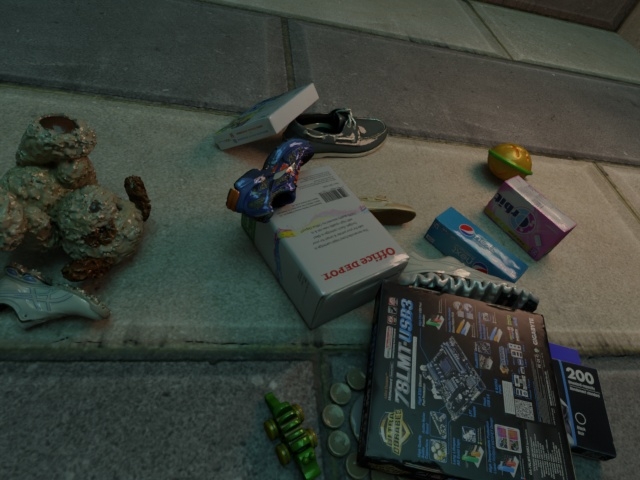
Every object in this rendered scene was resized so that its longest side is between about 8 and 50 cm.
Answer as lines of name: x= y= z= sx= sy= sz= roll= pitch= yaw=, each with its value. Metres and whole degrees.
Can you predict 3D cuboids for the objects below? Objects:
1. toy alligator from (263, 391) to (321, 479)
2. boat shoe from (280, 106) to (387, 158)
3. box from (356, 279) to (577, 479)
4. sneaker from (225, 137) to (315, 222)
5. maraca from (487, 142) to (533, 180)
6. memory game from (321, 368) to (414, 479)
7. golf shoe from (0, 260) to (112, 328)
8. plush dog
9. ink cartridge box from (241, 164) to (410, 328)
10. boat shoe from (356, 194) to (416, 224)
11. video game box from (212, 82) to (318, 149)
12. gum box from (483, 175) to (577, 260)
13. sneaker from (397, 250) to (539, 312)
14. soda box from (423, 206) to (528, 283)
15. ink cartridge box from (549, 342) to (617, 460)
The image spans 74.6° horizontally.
toy alligator: x=-0.028 y=0.293 z=0.591 sx=0.056 sy=0.051 sz=0.190 roll=-18 pitch=58 yaw=-29
boat shoe: x=0.053 y=-0.284 z=1.082 sx=0.319 sy=0.099 sz=0.116 roll=-14 pitch=56 yaw=-26
box: x=0.220 y=0.226 z=0.667 sx=0.292 sy=0.073 sz=0.296 roll=11 pitch=50 yaw=2
sneaker: x=-0.073 y=-0.105 z=0.759 sx=0.087 sy=0.083 sz=0.221 roll=38 pitch=56 yaw=2
maraca: x=0.533 y=-0.217 z=1.175 sx=0.127 sy=0.099 sz=0.185 roll=44 pitch=28 yaw=26
memory game: x=0.091 y=0.287 z=0.660 sx=0.186 sy=0.012 sz=0.186 roll=8 pitch=49 yaw=-9
golf shoe: x=-0.414 y=0.103 z=0.647 sx=0.176 sy=0.069 sz=0.086 roll=19 pitch=67 yaw=4
plush dog: x=-0.415 y=-0.040 z=0.704 sx=0.225 sy=0.210 sz=0.263 roll=30 pitch=54 yaw=-15
ink cartridge box: x=0.000 y=0.000 z=0.808 sx=0.201 sy=0.117 sz=0.278 roll=-20 pitch=57 yaw=-30
boat shoe: x=0.133 y=-0.076 z=0.951 sx=0.169 sy=0.063 sz=0.059 roll=4 pitch=55 yaw=-13
video game box: x=-0.129 y=-0.296 z=1.004 sx=0.186 sy=0.048 sz=0.205 roll=-2 pitch=36 yaw=36
gum box: x=0.495 y=-0.059 z=1.015 sx=0.062 sy=0.107 sz=0.188 roll=-21 pitch=59 yaw=-31
sneaker: x=0.291 y=0.088 z=0.836 sx=0.291 sy=0.110 sz=0.118 roll=12 pitch=39 yaw=-7
soda box: x=0.338 y=0.023 z=0.924 sx=0.071 sy=0.067 sz=0.210 roll=-31 pitch=65 yaw=-36
ink cartridge box: x=0.396 y=0.256 z=0.749 sx=0.206 sy=0.045 sz=0.208 roll=14 pitch=50 yaw=-2
